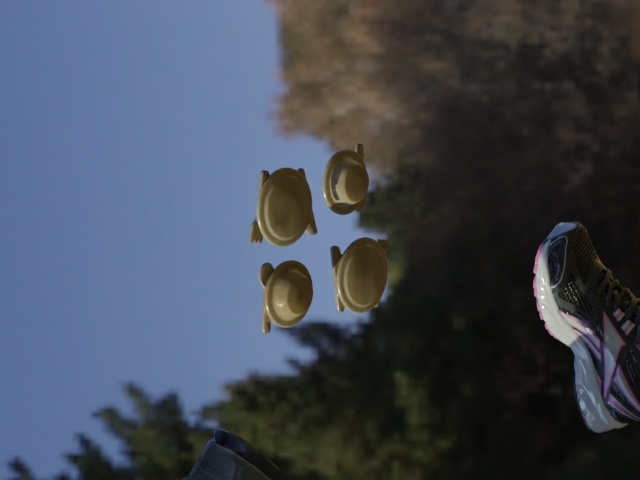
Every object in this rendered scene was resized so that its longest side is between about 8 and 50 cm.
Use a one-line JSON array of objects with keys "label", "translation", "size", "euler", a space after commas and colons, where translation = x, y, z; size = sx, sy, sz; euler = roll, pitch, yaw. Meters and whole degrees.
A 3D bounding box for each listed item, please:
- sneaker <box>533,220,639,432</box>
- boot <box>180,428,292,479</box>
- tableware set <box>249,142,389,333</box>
[{"label": "sneaker", "translation": [0.218, 0.060, 1.360], "size": [0.072, 0.077, 0.178], "euler": [-56, -50, -44]}, {"label": "boot", "translation": [-0.017, 0.219, 0.847], "size": [0.246, 0.161, 0.083], "euler": [54, 164, -2]}, {"label": "tableware set", "translation": [0.000, 0.000, 1.511], "size": [0.168, 0.020, 0.141], "euler": [-16, -72, -46]}]
